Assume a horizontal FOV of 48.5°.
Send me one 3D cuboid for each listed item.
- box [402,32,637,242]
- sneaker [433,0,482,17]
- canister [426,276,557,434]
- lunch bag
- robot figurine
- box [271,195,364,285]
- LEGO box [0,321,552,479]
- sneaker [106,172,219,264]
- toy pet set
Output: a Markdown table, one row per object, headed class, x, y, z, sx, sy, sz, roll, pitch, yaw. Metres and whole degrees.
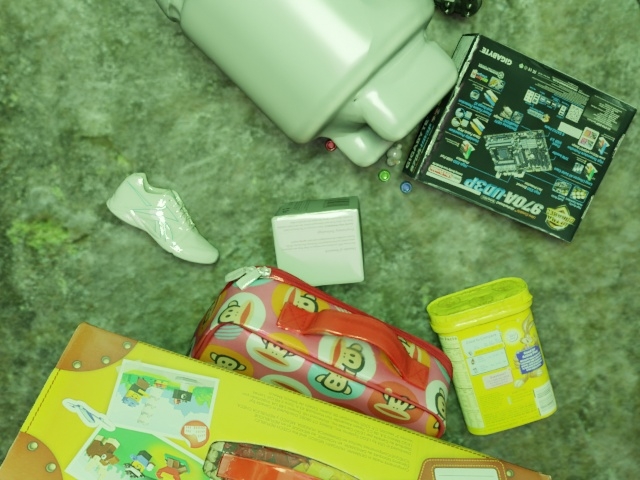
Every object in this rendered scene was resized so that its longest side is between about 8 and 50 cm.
| class | x | y | z | sx | sy | sz | roll | pitch | yaw |
| --- | --- | --- | --- | --- | --- | --- | --- | --- | --- |
| box | 0.231 | -0.116 | 0.826 | 0.220 | 0.051 | 0.175 | 20 | 101 | -15 |
| sneaker | 0.088 | -0.337 | 0.792 | 0.234 | 0.078 | 0.106 | 26 | 77 | 10 |
| canister | 0.217 | 0.146 | 0.891 | 0.126 | 0.073 | 0.169 | -18 | 103 | 5 |
| lunch bag | -0.005 | 0.156 | 0.815 | 0.293 | 0.120 | 0.258 | 27 | 137 | -9 |
| robot figurine | -0.030 | -0.240 | 0.714 | 0.353 | 0.300 | 0.200 | 45 | 62 | -4 |
| box | 0.000 | 0.000 | 0.847 | 0.102 | 0.101 | 0.087 | -6 | 102 | 4 |
| LEGO box | -0.064 | 0.332 | 0.783 | 0.501 | 0.193 | 0.372 | 19 | 139 | -3 |
| sneaker | -0.184 | -0.025 | 0.870 | 0.152 | 0.053 | 0.061 | 35 | 98 | -6 |
| toy pet set | 0.081 | -0.127 | 0.838 | 0.122 | 0.065 | 0.114 | 27 | 101 | -5 |
